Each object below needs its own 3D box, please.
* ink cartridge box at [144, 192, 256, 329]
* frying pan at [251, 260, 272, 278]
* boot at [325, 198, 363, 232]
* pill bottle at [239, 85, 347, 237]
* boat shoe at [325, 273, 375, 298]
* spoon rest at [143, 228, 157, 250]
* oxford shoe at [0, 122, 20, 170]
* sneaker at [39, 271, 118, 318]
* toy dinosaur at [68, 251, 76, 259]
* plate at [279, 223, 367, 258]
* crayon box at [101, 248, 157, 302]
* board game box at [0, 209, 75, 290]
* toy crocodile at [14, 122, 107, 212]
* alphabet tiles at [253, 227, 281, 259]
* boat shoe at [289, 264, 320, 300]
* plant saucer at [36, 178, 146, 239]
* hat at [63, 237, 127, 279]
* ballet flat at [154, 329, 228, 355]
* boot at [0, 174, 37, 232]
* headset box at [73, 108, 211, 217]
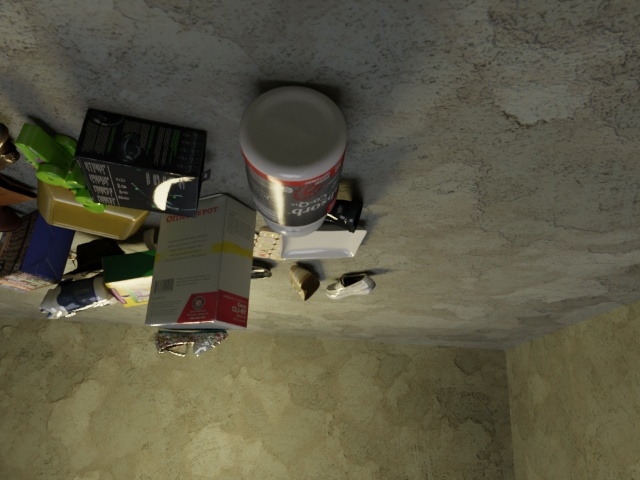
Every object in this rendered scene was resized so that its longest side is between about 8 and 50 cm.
[{"bbox_3d":[-0.362,0.077,1.466,0.280,0.384,0.160,-8,159,29],"label":"ink cartridge box"},{"bbox_3d":[-0.369,0.122,2.035,0.327,0.053,0.197,6,159,-6],"label":"frying pan"},{"bbox_3d":[0.011,-0.097,1.357,0.207,0.094,0.246,18,-179,8],"label":"boot"},{"bbox_3d":[-0.058,-0.151,1.058,0.211,0.210,0.363,4,159,-1],"label":"pill bottle"},{"bbox_3d":[0.116,0.196,2.099,0.268,0.096,0.088,-10,127,45],"label":"boat shoe"},{"bbox_3d":[-0.556,0.042,1.821,0.137,0.084,0.276,-11,154,34],"label":"spoon rest"},{"bbox_3d":[-0.797,-0.235,1.176,0.096,0.082,0.227,-2,169,-43],"label":"oxford shoe"},{"bbox_3d":[-0.873,0.198,1.705,0.237,0.130,0.323,-14,180,-15],"label":"sneaker"},{"bbox_3d":[-1.094,0.059,2.005,0.093,0.053,0.183,-14,153,42],"label":"toy dinosaur"},{"bbox_3d":[0.000,0.000,1.636,0.278,0.045,0.278,-2,159,-6],"label":"plate"},{"bbox_3d":[-0.613,0.138,1.792,0.314,0.105,0.363,-10,162,-15],"label":"crayon box"},{"bbox_3d":[-1.038,0.044,1.706,0.291,0.231,0.141,-13,152,36],"label":"board game box"},{"bbox_3d":[-0.652,-0.176,1.227,0.105,0.115,0.340,0,159,12],"label":"toy crocodile"},{"bbox_3d":[-0.174,0.018,1.777,0.278,0.021,0.284,8,158,-12],"label":"alphabet tiles"},{"bbox_3d":[-0.077,0.184,2.105,0.098,0.109,0.302,40,168,19],"label":"boat shoe"},{"bbox_3d":[-0.721,-0.093,1.506,0.333,0.080,0.333,14,157,-27],"label":"plant saucer"},{"bbox_3d":[-0.834,0.056,1.800,0.332,0.133,0.331,-19,174,-2],"label":"hat"},{"bbox_3d":[-0.396,0.314,1.452,0.241,0.077,0.091,-4,161,15],"label":"ballet flat"},{"bbox_3d":[-1.007,-0.125,1.513,0.281,0.096,0.264,-13,147,21],"label":"boot"},{"bbox_3d":[-0.416,-0.175,1.166,0.284,0.131,0.246,9,158,-12],"label":"headset box"}]
